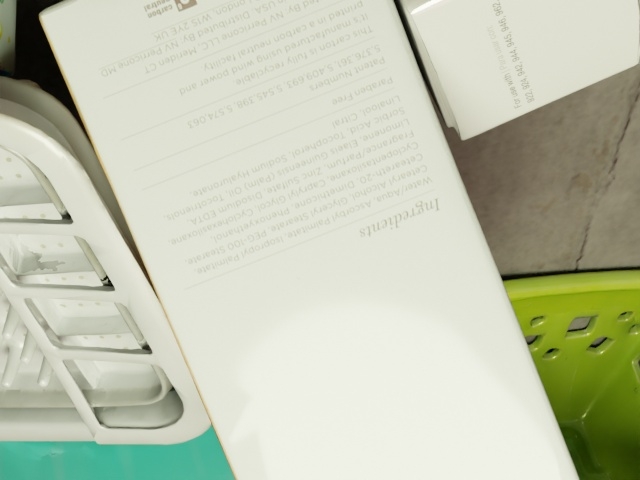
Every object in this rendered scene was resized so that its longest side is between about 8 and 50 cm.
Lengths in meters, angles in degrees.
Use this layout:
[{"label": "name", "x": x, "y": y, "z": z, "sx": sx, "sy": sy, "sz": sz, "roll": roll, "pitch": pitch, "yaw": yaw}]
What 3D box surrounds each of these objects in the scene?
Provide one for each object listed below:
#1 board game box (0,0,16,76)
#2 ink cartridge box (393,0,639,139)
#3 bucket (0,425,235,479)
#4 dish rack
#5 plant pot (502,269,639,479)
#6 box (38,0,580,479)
[{"label": "board game box", "x": -0.283, "y": -0.130, "z": 0.663, "sx": 0.224, "sy": 0.097, "sz": 0.303, "roll": 0, "pitch": -179, "yaw": 9}, {"label": "ink cartridge box", "x": 0.155, "y": -0.204, "z": 0.842, "sx": 0.273, "sy": 0.198, "sz": 0.115, "roll": -23, "pitch": 141, "yaw": 5}, {"label": "bucket", "x": -0.143, "y": 0.109, "z": 1.111, "sx": 0.281, "sy": 0.183, "sz": 0.281, "roll": -12, "pitch": 141, "yaw": -10}, {"label": "dish rack", "x": -0.238, "y": 0.011, "z": 0.876, "sx": 0.333, "sy": 0.072, "sz": 0.285, "roll": -3, "pitch": 140, "yaw": 19}, {"label": "plant pot", "x": 0.217, "y": 0.176, "z": 1.315, "sx": 0.228, "sy": 0.227, "sz": 0.207, "roll": -4, "pitch": 146, "yaw": -19}, {"label": "box", "x": 0.000, "y": 0.000, "z": 0.873, "sx": 0.168, "sy": 0.215, "sz": 0.345, "roll": -22, "pitch": 98, "yaw": 2}]
